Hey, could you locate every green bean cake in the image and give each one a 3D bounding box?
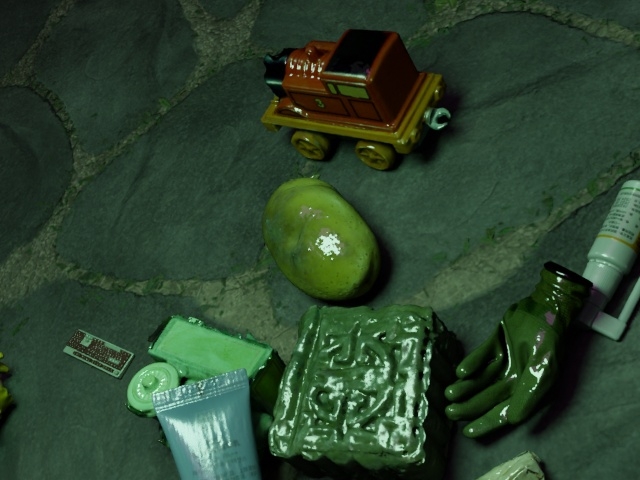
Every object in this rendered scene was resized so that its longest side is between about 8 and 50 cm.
[{"bbox_3d":[0.061,0.215,1.159,0.255,0.132,0.241,-1,62,29],"label":"green bean cake"}]

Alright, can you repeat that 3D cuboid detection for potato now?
[{"bbox_3d":[0.000,0.000,1.336,0.248,0.143,0.169,44,124,37],"label":"potato"}]

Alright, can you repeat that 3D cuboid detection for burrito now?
[{"bbox_3d":[0.207,0.338,1.042,0.188,0.045,0.058,-35,23,7],"label":"burrito"}]

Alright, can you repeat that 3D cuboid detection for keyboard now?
[{"bbox_3d":[-0.414,0.209,1.503,0.166,0.017,0.055,15,67,36],"label":"keyboard"}]

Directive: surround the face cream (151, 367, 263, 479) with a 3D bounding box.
[{"bbox_3d":[-0.116,0.373,1.083,0.135,0.086,0.385,-15,75,-8],"label":"face cream"}]

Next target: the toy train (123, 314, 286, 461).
[{"bbox_3d":[-0.169,0.238,1.258,0.271,0.159,0.188,12,55,35],"label":"toy train"}]

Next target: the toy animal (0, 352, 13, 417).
[{"bbox_3d":[-0.646,0.311,1.475,0.156,0.156,0.230,-1,47,29],"label":"toy animal"}]

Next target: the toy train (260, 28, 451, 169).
[{"bbox_3d":[0.054,-0.256,1.422,0.369,0.232,0.163,14,63,35],"label":"toy train"}]

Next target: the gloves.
[{"bbox_3d":[0.271,0.152,1.091,0.268,0.107,0.135,-51,31,0],"label":"gloves"}]

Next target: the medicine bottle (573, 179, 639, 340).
[{"bbox_3d":[0.421,0.028,1.131,0.092,0.061,0.221,27,79,18],"label":"medicine bottle"}]
